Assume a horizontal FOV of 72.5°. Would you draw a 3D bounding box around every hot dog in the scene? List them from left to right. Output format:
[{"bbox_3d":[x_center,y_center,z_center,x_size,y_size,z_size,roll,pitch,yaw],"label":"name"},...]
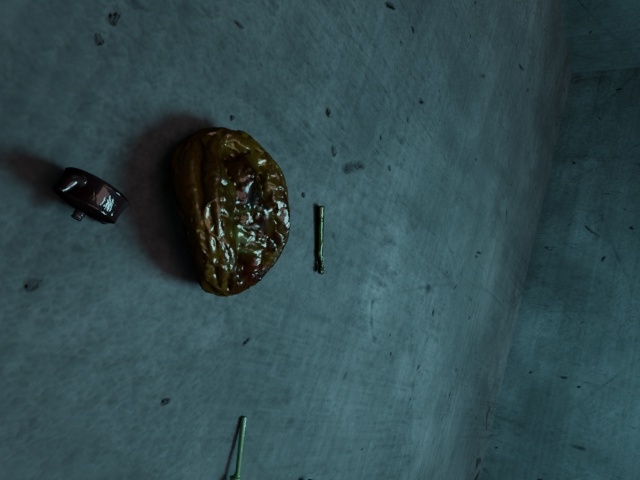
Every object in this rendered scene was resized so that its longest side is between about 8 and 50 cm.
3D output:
[{"bbox_3d":[-0.117,-0.031,0.575,0.160,0.099,0.227,-34,126,-42],"label":"hot dog"}]

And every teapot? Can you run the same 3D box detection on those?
[{"bbox_3d":[-0.236,-0.039,0.447,0.045,0.067,0.100,-62,172,-18],"label":"teapot"}]

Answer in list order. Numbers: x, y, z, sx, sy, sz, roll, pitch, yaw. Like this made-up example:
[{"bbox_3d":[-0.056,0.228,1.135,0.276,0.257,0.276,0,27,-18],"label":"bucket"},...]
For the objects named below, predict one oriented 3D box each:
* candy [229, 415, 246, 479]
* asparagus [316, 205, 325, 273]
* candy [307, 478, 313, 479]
[{"bbox_3d":[-0.129,0.379,0.690,0.058,0.062,0.194,16,75,-54],"label":"candy"},{"bbox_3d":[0.000,0.000,0.793,0.015,0.018,0.127,-4,102,-16],"label":"asparagus"},{"bbox_3d":[-0.002,0.627,0.878,0.187,0.081,0.297,-52,123,-32],"label":"candy"}]
